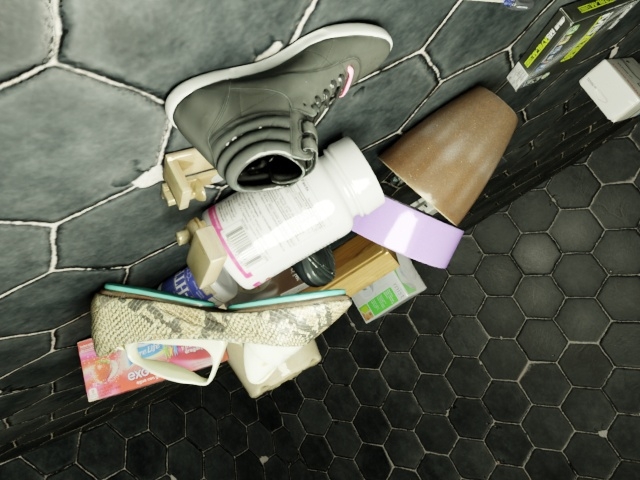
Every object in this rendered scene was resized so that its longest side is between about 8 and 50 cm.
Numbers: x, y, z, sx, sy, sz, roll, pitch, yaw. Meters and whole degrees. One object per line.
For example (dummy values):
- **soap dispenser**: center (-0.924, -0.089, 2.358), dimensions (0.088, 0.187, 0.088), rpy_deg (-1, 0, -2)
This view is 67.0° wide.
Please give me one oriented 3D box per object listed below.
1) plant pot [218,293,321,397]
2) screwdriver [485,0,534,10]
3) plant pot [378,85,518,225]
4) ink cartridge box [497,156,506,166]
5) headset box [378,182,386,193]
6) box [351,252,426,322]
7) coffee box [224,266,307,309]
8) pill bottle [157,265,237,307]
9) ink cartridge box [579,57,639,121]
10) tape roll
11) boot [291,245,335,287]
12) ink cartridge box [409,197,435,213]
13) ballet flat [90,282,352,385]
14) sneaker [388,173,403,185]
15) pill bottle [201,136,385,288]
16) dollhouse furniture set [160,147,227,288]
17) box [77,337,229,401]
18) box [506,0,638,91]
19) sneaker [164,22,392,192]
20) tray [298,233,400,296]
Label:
- **plant pot**: center (-0.161, 0.255, 1.367), dimensions (0.334, 0.305, 0.334), rpy_deg (-28, 166, -8)
- **screwdriver**: center (0.256, -0.345, 0.693), dimensions (0.170, 0.024, 0.025), rpy_deg (-16, -170, -38)
- **plant pot**: center (0.273, -0.184, 0.971), dimensions (0.230, 0.215, 0.215), rpy_deg (-48, 162, 13)
- **ink cartridge box**: center (0.425, -0.219, 1.386), dimensions (0.165, 0.065, 0.333), rpy_deg (-36, 164, 26)
- **headset box**: center (0.114, -0.109, 1.207), dimensions (0.083, 0.032, 0.062), rpy_deg (-37, 164, 29)
- **box**: center (0.207, 0.123, 1.727), dimensions (0.127, 0.261, 0.231), rpy_deg (-15, 161, -44)
- **coffee box**: center (-0.124, 0.080, 1.170), dimensions (0.247, 0.141, 0.098), rpy_deg (-23, 165, -22)
- **pill bottle**: center (-0.284, 0.119, 1.043), dimensions (0.187, 0.111, 0.112), rpy_deg (-33, 166, 12)
- **ink cartridge box**: center (0.824, -0.414, 1.316), dimensions (0.203, 0.148, 0.086), rpy_deg (-20, 162, -38)
- **tape roll**: center (0.161, -0.040, 1.035), dimensions (0.275, 0.275, 0.090), rpy_deg (2, 113, -65)
- **boot**: center (-0.082, 0.047, 0.999), dimensions (0.207, 0.246, 0.094), rpy_deg (-38, 127, 20)
- **ink cartridge box**: center (0.334, -0.098, 1.629), dimensions (0.135, 0.056, 0.099), rpy_deg (-32, 166, 9)
- **ballet flat**: center (-0.185, 0.174, 0.893), dimensions (0.484, 0.181, 0.164), rpy_deg (1, 173, 3)
- **sneaker**: center (0.197, -0.158, 1.188), dimensions (0.069, 0.038, 0.098), rpy_deg (-31, 166, 0)
- **pill bottle**: center (-0.043, -0.051, 0.834), dimensions (0.283, 0.160, 0.160), rpy_deg (-30, 166, 1)
- **dollhouse furniture set**: center (-0.141, -0.039, 0.702), dimensions (0.123, 0.151, 0.144), rpy_deg (-22, 166, -29)
- **box**: center (-0.393, 0.268, 1.163), dimensions (0.300, 0.142, 0.154), rpy_deg (-17, 168, 1)
- **box**: center (0.486, -0.391, 0.943), dimensions (0.184, 0.045, 0.190), rpy_deg (-23, 165, -18)
- **sneaker**: center (-0.015, -0.151, 0.574), dimensions (0.296, 0.146, 0.104), rpy_deg (-27, 164, -17)
- **tray**: center (0.047, 0.113, 1.550), dimensions (0.411, 0.076, 0.202), rpy_deg (-33, -154, 16)
